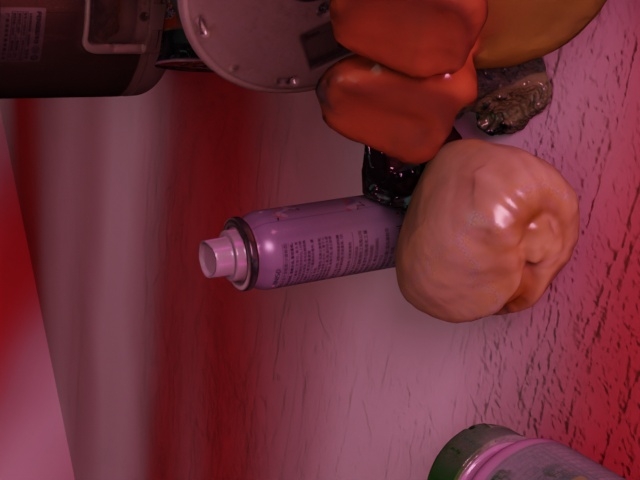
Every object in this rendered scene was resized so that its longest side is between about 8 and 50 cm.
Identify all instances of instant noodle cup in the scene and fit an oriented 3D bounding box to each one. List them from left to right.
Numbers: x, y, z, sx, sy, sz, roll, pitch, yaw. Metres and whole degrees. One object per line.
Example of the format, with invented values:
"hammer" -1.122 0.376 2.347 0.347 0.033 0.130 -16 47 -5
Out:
"instant noodle cup" -0.134 -0.271 1.453 0.127 0.127 0.136 6 96 63

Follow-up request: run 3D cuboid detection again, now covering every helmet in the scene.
"helmet" 0.091 -0.076 1.108 0.123 0.070 0.098 11 99 56

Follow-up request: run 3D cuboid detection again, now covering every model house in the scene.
"model house" 0.131 -0.120 0.999 0.079 0.083 0.066 -35 69 60

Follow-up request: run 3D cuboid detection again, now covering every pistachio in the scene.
"pistachio" 0.132 -0.009 0.999 0.200 0.117 0.145 135 123 -66

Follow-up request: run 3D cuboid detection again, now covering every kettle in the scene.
"kettle" -0.057 -0.316 1.196 0.377 0.250 0.361 60 176 40

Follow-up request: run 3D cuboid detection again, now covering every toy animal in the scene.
"toy animal" 0.115 -0.232 0.818 0.216 0.191 0.338 90 -166 -63

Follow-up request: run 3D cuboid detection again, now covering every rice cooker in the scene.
"rice cooker" -0.338 -0.342 1.591 0.335 0.325 0.335 14 106 62

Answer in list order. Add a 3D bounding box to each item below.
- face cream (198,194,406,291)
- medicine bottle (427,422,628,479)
"face cream" 0.000 0.000 1.135 0.075 0.229 0.075 29 123 58
"medicine bottle" 0.194 0.234 0.937 0.274 0.133 0.133 27 122 60
